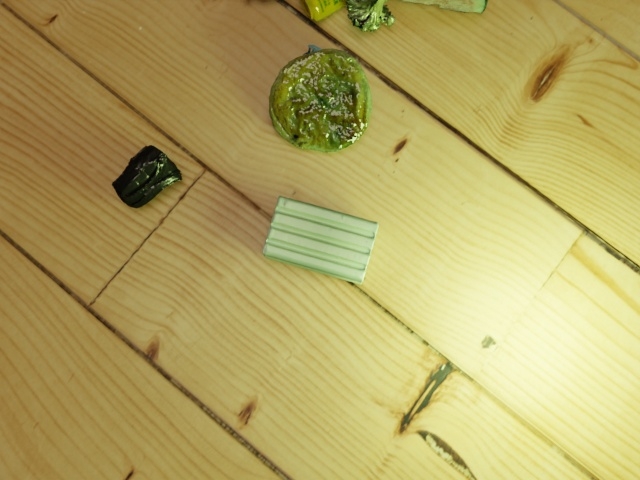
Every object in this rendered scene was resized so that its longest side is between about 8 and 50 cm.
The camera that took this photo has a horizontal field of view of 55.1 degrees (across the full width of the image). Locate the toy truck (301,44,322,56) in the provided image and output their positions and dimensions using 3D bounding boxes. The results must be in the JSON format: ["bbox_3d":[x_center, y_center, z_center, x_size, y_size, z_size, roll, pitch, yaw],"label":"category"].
[{"bbox_3d":[0.012,-0.470,1.661,0.136,0.063,0.074,29,66,1],"label":"toy truck"}]

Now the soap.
[{"bbox_3d":[0.000,0.000,1.566,0.265,0.087,0.159,15,81,3],"label":"soap"}]

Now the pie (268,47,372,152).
[{"bbox_3d":[0.000,-0.364,1.603,0.277,0.078,0.277,-1,101,-4],"label":"pie"}]

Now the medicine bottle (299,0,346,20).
[{"bbox_3d":[0.080,-0.722,1.688,0.309,0.076,0.111,-34,118,-9],"label":"medicine bottle"}]

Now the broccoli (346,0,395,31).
[{"bbox_3d":[0.154,-0.644,1.619,0.118,0.204,0.122,-22,79,-35],"label":"broccoli"}]

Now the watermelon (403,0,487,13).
[{"bbox_3d":[0.298,-0.743,1.607,0.293,0.250,0.283,-15,75,-6],"label":"watermelon"}]

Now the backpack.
[{"bbox_3d":[-0.456,-0.166,1.591,0.165,0.120,0.106,-37,61,-5],"label":"backpack"}]
